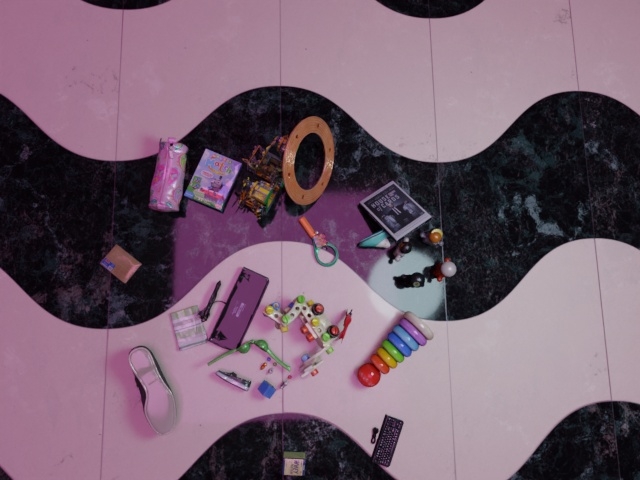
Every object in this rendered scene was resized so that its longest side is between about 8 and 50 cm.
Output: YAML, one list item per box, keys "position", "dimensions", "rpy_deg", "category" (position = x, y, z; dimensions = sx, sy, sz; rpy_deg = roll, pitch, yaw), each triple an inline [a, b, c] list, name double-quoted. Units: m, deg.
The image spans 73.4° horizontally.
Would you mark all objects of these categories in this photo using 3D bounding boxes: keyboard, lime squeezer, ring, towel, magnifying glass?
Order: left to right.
- position: [-0.509, 0.337, 1.655]
  dimensions: [0.113, 0.023, 0.152]
  rpy_deg: [-17, 83, -7]
  category: "towel"
- position: [-0.350, 0.253, 1.675]
  dimensions: [0.201, 0.033, 0.317]
  rpy_deg: [26, 80, -7]
  category: "keyboard"
- position: [-0.267, 0.432, 1.638]
  dimensions: [0.310, 0.059, 0.110]
  rpy_deg: [6, 85, -10]
  category: "lime squeezer"
- position: [-0.047, -0.303, 1.647]
  dimensions: [0.032, 0.336, 0.337]
  rpy_deg: [15, 80, 29]
  category: "ring"
- position: [-0.012, 0.004, 1.738]
  dimensions: [0.092, 0.026, 0.231]
  rpy_deg: [-34, 88, -8]
  category: "magnifying glass"
- position: [0.245, 0.766, 1.650]
  dimensions: [0.108, 0.023, 0.180]
  rpy_deg: [21, 80, -1]
  category: "keyboard"

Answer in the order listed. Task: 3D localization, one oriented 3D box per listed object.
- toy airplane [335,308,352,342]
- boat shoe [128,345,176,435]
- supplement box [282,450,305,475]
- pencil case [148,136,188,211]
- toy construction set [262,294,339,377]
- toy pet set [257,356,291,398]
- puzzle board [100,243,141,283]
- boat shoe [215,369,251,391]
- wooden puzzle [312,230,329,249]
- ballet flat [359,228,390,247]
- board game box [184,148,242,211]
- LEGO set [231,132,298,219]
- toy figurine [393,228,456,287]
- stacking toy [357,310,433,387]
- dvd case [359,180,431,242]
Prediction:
- position: [0.095, 0.332, 1.651]
  dimensions: [0.028, 0.151, 0.151]
  rpy_deg: [21, 81, 1]
  category: "toy airplane"
- position: [-0.619, 0.548, 1.595]
  dimensions: [0.112, 0.095, 0.335]
  rpy_deg: [-21, 88, -20]
  category: "boat shoe"
- position: [-0.098, 0.822, 1.586]
  dimensions: [0.083, 0.083, 0.056]
  rpy_deg: [4, 81, -4]
  category: "supplement box"
- position: [-0.594, -0.253, 1.684]
  dimensions: [0.124, 0.124, 0.284]
  rpy_deg: [8, 83, -3]
  category: "pencil case"
- position: [-0.061, 0.348, 1.621]
  dimensions: [0.215, 0.151, 0.328]
  rpy_deg: [-29, 93, -32]
  category: "toy construction set"
- position: [-0.188, 0.529, 1.630]
  dimensions: [0.122, 0.065, 0.114]
  rpy_deg: [38, 81, 2]
  category: "toy pet set"
- position: [-0.779, 0.091, 1.677]
  dimensions: [0.128, 0.011, 0.096]
  rpy_deg: [38, 82, 2]
  category: "puzzle board"
- position: [-0.330, 0.525, 1.634]
  dimensions: [0.142, 0.049, 0.040]
  rpy_deg: [28, 62, -1]
  category: "boat shoe"
- position: [0.000, 0.000, 1.723]
  dimensions: [0.049, 0.006, 0.083]
  rpy_deg: [-18, 85, -7]
  category: "wooden puzzle"
- position: [0.275, -0.022, 1.732]
  dimensions: [0.247, 0.083, 0.087]
  rpy_deg: [-33, 90, -8]
  category: "ballet flat"
- position: [-0.431, -0.243, 1.734]
  dimensions: [0.160, 0.039, 0.212]
  rpy_deg: [22, 80, 0]
  category: "board game box"
- position: [-0.236, -0.268, 1.649]
  dimensions: [0.192, 0.255, 0.331]
  rpy_deg: [27, 78, 0]
  category: "LEGO set"
- position: [0.405, 0.074, 1.693]
  dimensions: [0.213, 0.148, 0.210]
  rpy_deg: [-16, 84, -6]
  category: "toy figurine"
- position: [0.274, 0.432, 1.648]
  dimensions: [0.330, 0.141, 0.141]
  rpy_deg: [-45, 87, -5]
  category: "stacking toy"
- position: [0.296, -0.119, 1.717]
  dimensions: [0.179, 0.030, 0.239]
  rpy_deg: [-33, 61, -13]
  category: "dvd case"
